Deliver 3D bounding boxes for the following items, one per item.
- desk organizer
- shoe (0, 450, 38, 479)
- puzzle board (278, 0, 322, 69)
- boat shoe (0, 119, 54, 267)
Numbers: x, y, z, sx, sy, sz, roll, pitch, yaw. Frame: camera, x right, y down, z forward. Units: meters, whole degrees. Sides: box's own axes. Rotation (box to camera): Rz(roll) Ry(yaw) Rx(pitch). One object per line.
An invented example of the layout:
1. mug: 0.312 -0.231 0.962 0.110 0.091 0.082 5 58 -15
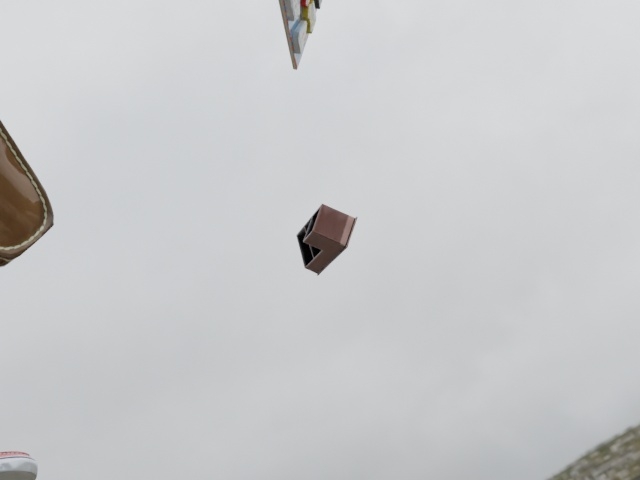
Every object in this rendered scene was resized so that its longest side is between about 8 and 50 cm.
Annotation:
1. desk organizer: 0.000 0.000 1.062 0.050 0.047 0.130 23 -24 -9
2. shoe: -0.385 0.233 0.855 0.178 0.081 0.063 -15 -36 13
3. puzzle board: -0.016 -0.229 0.711 0.011 0.096 0.128 10 -22 11
4. boat shoe: -0.295 -0.114 0.490 0.120 0.122 0.324 -20 -62 45
